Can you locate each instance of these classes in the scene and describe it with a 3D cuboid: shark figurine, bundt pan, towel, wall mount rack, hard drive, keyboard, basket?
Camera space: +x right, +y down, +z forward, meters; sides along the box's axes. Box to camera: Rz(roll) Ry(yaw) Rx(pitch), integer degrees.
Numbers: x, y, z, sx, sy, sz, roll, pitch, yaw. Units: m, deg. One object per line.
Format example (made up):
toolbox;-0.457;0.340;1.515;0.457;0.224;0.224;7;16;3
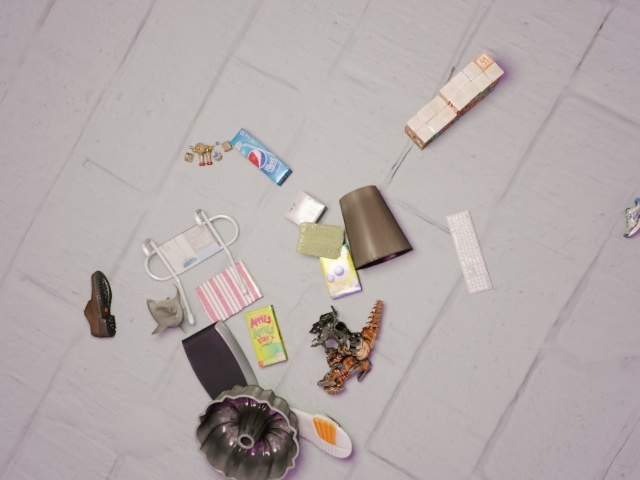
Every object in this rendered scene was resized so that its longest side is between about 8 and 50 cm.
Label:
shark figurine;-0.487;0.249;1.682;0.116;0.278;0.166;-39;98;-33
bundt pan;-0.213;0.587;1.661;0.331;0.124;0.331;3;109;10
towel;0.000;0.000;1.671;0.148;0.027;0.110;7;99;-14
towel;-0.303;0.173;1.768;0.197;0.029;0.144;-32;82;4
wall mount rack;-0.402;0.079;1.733;0.350;0.130;0.304;-30;104;6
hard drive;-0.330;0.404;1.734;0.172;0.054;0.254;-29;92;5
keyboard;0.470;0.037;1.690;0.072;0.014;0.256;-17;86;6
basket;0.157;-0.044;1.662;0.204;0.154;0.227;-15;78;-27

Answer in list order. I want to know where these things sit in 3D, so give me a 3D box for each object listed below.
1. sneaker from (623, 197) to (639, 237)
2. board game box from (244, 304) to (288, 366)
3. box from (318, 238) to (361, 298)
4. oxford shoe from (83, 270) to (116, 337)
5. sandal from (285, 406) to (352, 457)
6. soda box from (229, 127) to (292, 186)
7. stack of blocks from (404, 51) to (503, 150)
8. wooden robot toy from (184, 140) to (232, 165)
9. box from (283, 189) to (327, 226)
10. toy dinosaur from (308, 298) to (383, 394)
sneaker;0.951;-0.070;1.627;0.058;0.052;0.135;31;84;17
board game box;-0.177;0.309;1.738;0.092;0.043;0.181;-17;86;6
box;0.058;0.089;1.721;0.105;0.043;0.179;-19;84;5
oxford shoe;-0.754;0.215;1.790;0.096;0.083;0.227;-6;86;11
sandal;-0.006;0.586;1.695;0.265;0.076;0.102;19;106;27
soda box;-0.193;-0.272;1.749;0.210;0.071;0.067;40;92;6
stack of blocks;0.401;-0.419;1.638;0.297;0.171;0.087;-41;84;4
wooden robot toy;-0.382;-0.292;1.768;0.173;0.079;0.076;-8;87;7
box;-0.047;-0.093;1.717;0.102;0.087;0.101;34;93;7
toy dinosaur;0.083;0.323;1.681;0.218;0.164;0.322;35;73;-8
